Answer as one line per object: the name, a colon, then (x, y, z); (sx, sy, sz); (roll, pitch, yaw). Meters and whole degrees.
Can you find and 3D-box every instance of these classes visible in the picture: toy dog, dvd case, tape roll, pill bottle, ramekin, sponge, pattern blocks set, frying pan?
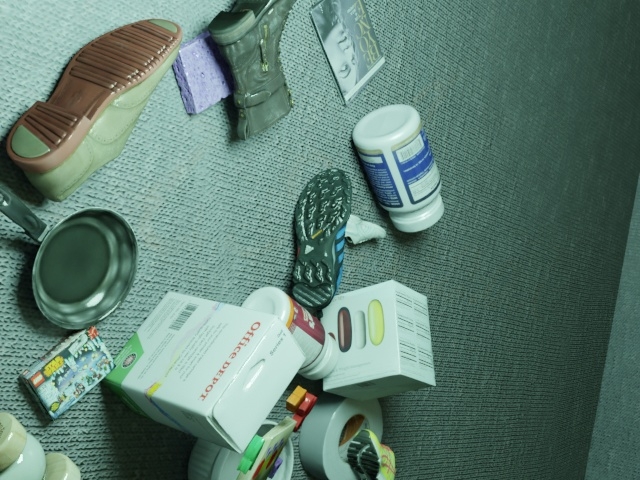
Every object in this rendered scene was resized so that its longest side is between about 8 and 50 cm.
toy dog: (-0.516, 0.366, 1.177); (0.334, 0.161, 0.220); (-25, 119, -29)
dvd case: (0.060, -0.425, 1.778); (0.164, 0.018, 0.221); (-49, 131, -32)
tape roll: (0.049, 0.438, 1.891); (0.219, 0.072, 0.219); (-14, 108, -48)
pill bottle: (-0.059, 0.191, 1.673); (0.221, 0.121, 0.121); (43, 65, -45)
ramekin: (-0.159, 0.435, 1.612); (0.207, 0.109, 0.207); (-12, 105, -49)
sponge: (-0.175, -0.323, 1.507); (0.210, 0.031, 0.117); (-41, 127, -39)
pattern blocks set: (-0.100, 0.378, 1.447); (0.285, 0.026, 0.325); (-60, 168, -5)
pill bottle: (0.181, -0.156, 1.870); (0.153, 0.153, 0.264); (-50, 132, -32)
frying pan: (-0.407, 0.030, 1.265); (0.326, 0.053, 0.197); (17, 90, -53)

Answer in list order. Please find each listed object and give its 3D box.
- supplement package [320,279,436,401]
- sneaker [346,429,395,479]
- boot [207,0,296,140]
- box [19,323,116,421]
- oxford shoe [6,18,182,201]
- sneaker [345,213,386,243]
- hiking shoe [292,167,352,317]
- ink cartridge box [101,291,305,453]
supplement package: (0.119, 0.217, 1.789); (0.149, 0.194, 0.203); (28, 52, -48)
sneaker: (0.121, 0.483, 1.878); (0.094, 0.082, 0.208); (-53, 140, -39)
boot: (-0.094, -0.334, 1.526); (0.263, 0.091, 0.229); (-46, 136, -30)
box: (-0.401, 0.208, 1.343); (0.137, 0.027, 0.094); (-44, 127, -35)
oxford shoe: (-0.333, -0.208, 1.297); (0.348, 0.123, 0.130); (-50, 153, -25)
sneaker: (0.086, -0.021, 1.868); (0.152, 0.054, 0.061); (18, 92, -44)
hiking shoe: (0.000, 0.000, 1.747); (0.132, 0.113, 0.304); (68, 33, -74)
ink cartridge box: (-0.195, 0.210, 1.393); (0.201, 0.278, 0.117); (-54, 132, -28)
